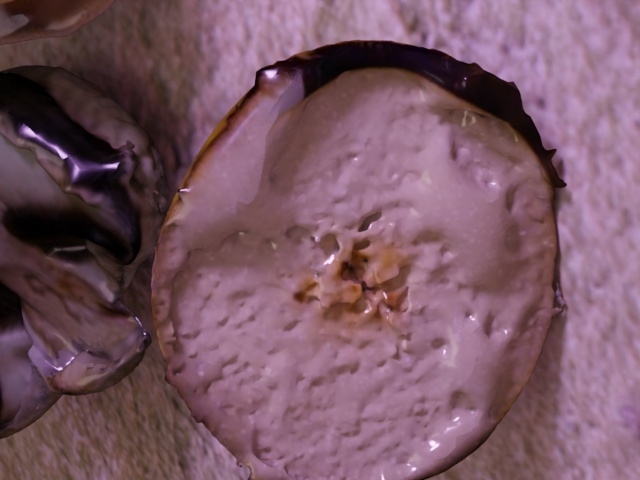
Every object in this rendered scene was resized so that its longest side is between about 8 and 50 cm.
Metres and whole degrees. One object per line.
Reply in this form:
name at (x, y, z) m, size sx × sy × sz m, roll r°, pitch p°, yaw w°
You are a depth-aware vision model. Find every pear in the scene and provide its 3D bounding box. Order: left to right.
pear at (-0.001, 0.003, 1.145) m, size 0.178 × 0.266 × 0.267 m, roll -145°, pitch 44°, yaw -64°

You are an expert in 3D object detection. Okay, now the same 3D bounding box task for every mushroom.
mushroom at (-0.208, 0.009, 1.406) m, size 0.247 × 0.130 × 0.344 m, roll 40°, pitch 135°, yaw 14°

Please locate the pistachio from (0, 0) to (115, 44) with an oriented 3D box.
pistachio at (-0.254, -0.256, 1.251) m, size 0.321 × 0.229 × 0.238 m, roll 37°, pitch 99°, yaw 18°
